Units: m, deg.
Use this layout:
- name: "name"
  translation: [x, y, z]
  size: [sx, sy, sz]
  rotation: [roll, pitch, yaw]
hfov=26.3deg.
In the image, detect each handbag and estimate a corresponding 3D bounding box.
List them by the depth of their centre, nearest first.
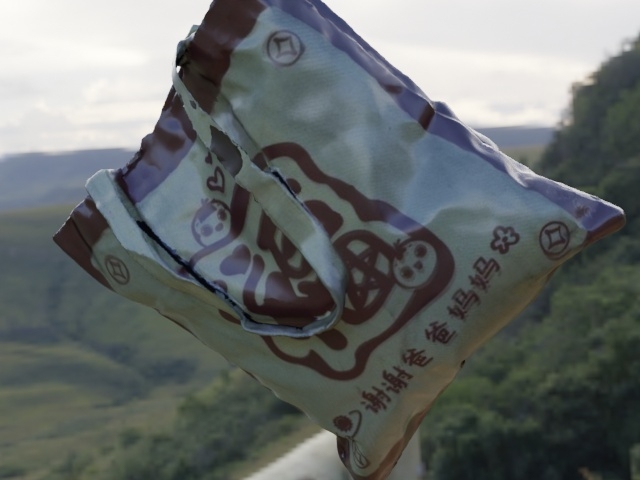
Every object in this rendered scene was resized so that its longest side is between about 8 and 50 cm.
- name: "handbag"
  translation: [0.000, 0.000, 0.710]
  size: [0.235, 0.213, 0.127]
  rotation: [35, 26, -9]
